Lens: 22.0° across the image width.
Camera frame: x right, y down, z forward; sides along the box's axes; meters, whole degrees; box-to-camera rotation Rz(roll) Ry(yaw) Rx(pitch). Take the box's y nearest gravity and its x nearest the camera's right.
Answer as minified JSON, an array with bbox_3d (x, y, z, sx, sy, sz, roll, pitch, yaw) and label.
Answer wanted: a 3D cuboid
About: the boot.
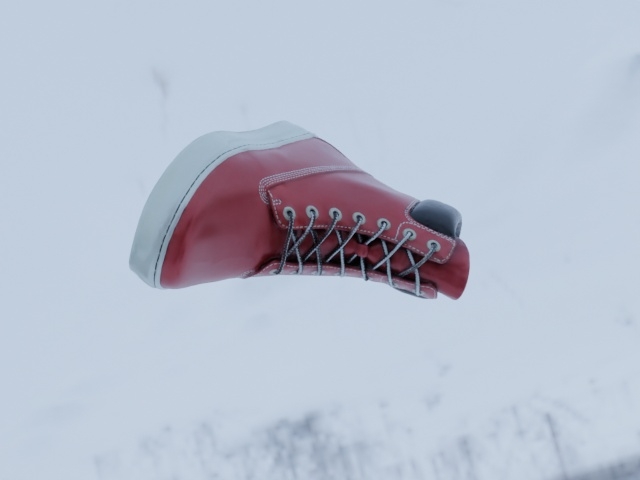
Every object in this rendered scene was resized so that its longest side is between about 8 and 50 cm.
[{"bbox_3d":[0.000,0.000,1.058,0.244,0.176,0.088,-30,144,-60],"label":"boot"}]
